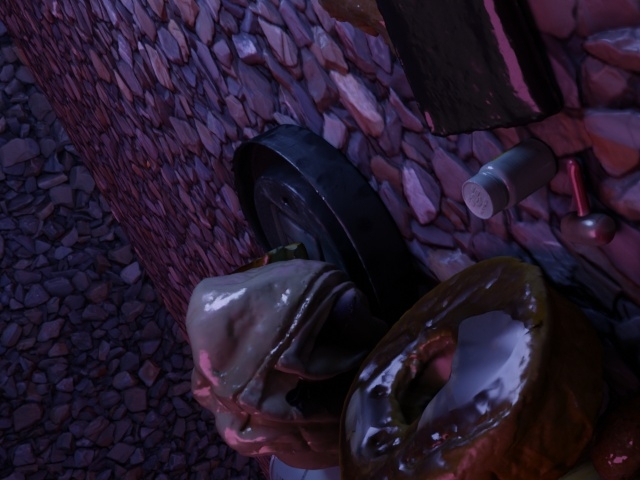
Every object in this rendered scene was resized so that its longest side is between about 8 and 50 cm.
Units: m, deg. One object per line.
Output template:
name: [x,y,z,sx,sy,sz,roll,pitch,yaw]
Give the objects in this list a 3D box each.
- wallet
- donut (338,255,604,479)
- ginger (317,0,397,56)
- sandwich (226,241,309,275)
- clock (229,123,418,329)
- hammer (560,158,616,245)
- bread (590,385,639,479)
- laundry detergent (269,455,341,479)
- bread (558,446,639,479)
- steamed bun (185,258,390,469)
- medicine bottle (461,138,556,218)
wallet: [0.102,-0.222,0.678,0.146,0.030,0.285,-4,117,49]
donut: [0.155,0.178,0.828,0.160,0.330,0.330,39,162,-11]
ginger: [0.054,-0.226,0.786,0.173,0.051,0.069,49,162,23]
sandwich: [-0.077,0.064,1.234,0.088,0.090,0.244,61,156,-1]
clock: [0.000,0.000,1.205,0.386,0.076,0.386,45,156,26]
hammer: [0.234,-0.035,0.701,0.052,0.031,0.083,10,125,58]
bread: [0.303,0.177,0.740,0.060,0.113,0.082,50,166,37]
laundry detergent: [0.119,0.399,1.232,0.305,0.287,0.287,40,154,37]
bread: [0.210,0.429,0.866,0.250,0.394,0.361,61,171,8]
steamed bun: [-0.016,0.163,1.041,0.206,0.275,0.320,-8,148,39]
medicine bottle: [0.174,-0.057,0.721,0.047,0.083,0.047,47,156,28]
